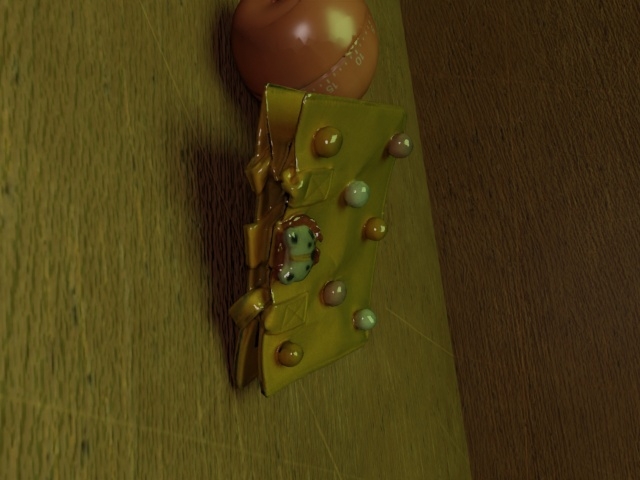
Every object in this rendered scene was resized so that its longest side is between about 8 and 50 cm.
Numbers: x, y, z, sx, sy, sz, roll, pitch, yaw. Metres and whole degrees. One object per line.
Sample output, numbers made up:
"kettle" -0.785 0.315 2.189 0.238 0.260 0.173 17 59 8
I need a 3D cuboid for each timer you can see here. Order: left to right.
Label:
"timer" -0.023 -0.308 0.824 0.215 0.229 0.230 47 39 -51

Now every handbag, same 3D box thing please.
"handbag" 0.000 0.000 0.728 0.283 0.133 0.401 -11 115 -55
